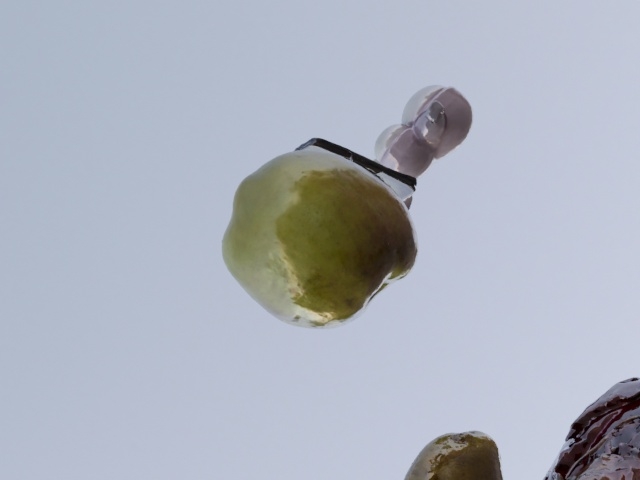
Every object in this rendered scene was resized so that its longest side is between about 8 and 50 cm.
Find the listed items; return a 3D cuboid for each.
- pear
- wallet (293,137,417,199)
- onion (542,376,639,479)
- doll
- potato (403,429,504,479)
[{"bbox_3d":[0.000,0.000,1.631,0.200,0.200,0.200,-19,-65,-48],"label":"pear"},{"bbox_3d":[0.043,-0.088,1.933,0.156,0.082,0.018,22,-111,-17],"label":"wallet"},{"bbox_3d":[0.222,0.216,0.964,0.281,0.221,0.281,-24,-38,-20],"label":"onion"},{"bbox_3d":[0.119,-0.112,2.160,0.160,0.094,0.365,-40,-9,-22],"label":"doll"},{"bbox_3d":[0.169,0.423,1.932,0.176,0.195,0.369,121,151,-83],"label":"potato"}]
